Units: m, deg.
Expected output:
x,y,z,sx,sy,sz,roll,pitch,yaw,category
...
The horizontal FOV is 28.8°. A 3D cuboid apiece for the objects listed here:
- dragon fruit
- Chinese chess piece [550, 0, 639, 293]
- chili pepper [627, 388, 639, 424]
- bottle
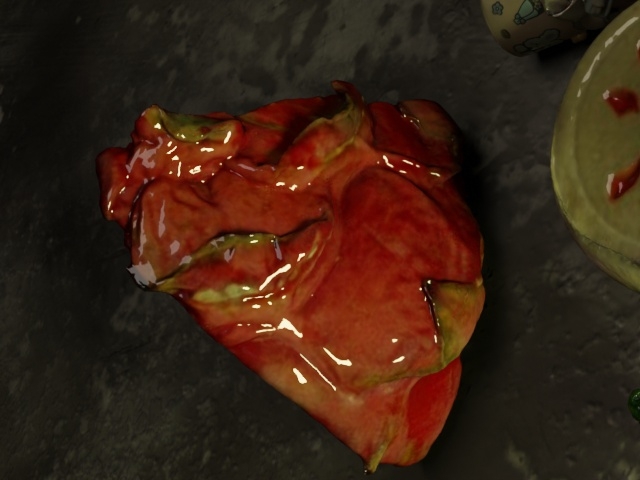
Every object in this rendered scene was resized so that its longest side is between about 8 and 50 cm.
x,y,z,sx,sy,sz,roll,pitch,yaw,category
0.007,-0.006,1.023,0.228,0.329,0.286,-41,43,18,dragon fruit
0.288,-0.073,0.910,0.249,0.103,0.250,-22,58,40,Chinese chess piece
0.271,0.124,0.880,0.118,0.035,0.055,-21,73,45,chili pepper
0.219,-0.222,1.070,0.152,0.099,0.099,-15,60,39,bottle
